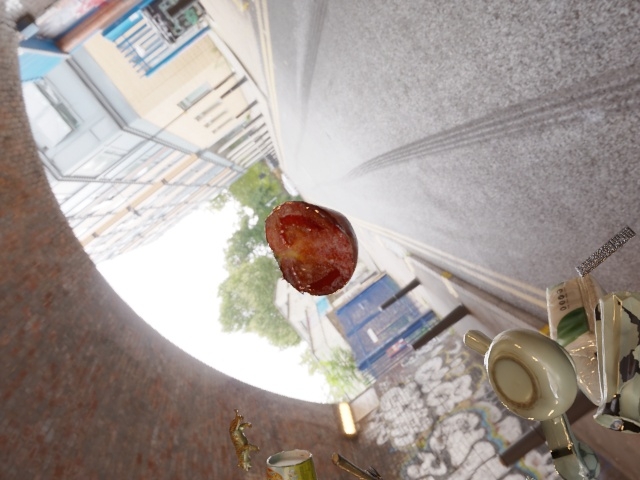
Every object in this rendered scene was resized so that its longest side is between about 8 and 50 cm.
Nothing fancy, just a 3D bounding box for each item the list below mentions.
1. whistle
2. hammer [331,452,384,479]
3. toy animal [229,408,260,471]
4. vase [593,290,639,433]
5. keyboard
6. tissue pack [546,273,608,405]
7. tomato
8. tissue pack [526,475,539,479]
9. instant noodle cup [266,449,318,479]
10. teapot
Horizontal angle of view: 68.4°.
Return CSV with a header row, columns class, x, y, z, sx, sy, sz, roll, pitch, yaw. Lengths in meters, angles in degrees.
class,x,y,z,sx,sy,sz,roll,pitch,yaw
whistle,0.911,0.767,1.705,0.163,0.164,0.289,52,-153,-42
hammer,0.179,1.010,2.039,0.440,0.044,0.168,48,174,-39
toy animal,-0.305,0.772,1.821,0.057,0.099,0.241,-8,-105,-66
vase,0.813,0.317,1.262,0.165,0.360,0.165,19,154,10
keyboard,0.902,0.036,1.496,0.011,0.202,0.067,35,-154,-8
tissue pack,0.909,0.323,1.580,0.266,0.194,0.356,49,-145,-12
tomato,0.000,0.000,1.357,0.309,0.309,0.170,52,-143,5
tissue pack,0.705,0.829,1.310,0.311,0.227,0.128,24,167,-6
instant noodle cup,-0.094,0.815,1.604,0.205,0.205,0.152,49,-145,-84
teapot,0.460,0.277,1.119,0.318,0.149,0.219,48,139,45
